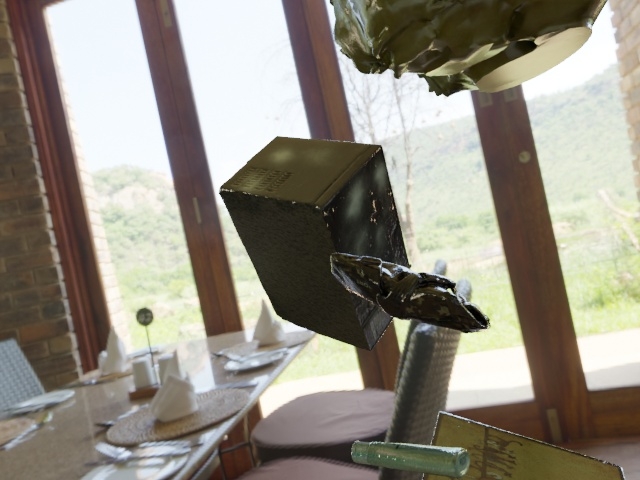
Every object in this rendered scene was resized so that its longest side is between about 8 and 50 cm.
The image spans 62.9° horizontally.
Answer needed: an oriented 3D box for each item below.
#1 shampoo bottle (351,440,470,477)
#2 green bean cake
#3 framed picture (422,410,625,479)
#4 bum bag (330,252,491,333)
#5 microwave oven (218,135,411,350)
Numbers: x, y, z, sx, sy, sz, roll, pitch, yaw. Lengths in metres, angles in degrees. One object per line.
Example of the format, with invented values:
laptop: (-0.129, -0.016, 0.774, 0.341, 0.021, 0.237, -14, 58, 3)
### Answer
shampoo bottle: (0.138, 0.350, 0.845, 0.190, 0.041, 0.069, -9, -6, 33)
green bean cake: (0.141, -0.241, 0.509, 0.284, 0.202, 0.310, -27, -3, 2)
framed picture: (0.354, 0.415, 0.898, 0.338, 0.014, 0.255, 13, 19, 18)
bum bag: (0.104, 0.068, 0.689, 0.247, 0.069, 0.102, 12, -7, 40)
microwave oven: (0.000, 0.000, 1.258, 0.374, 0.432, 0.236, 13, 47, 37)
